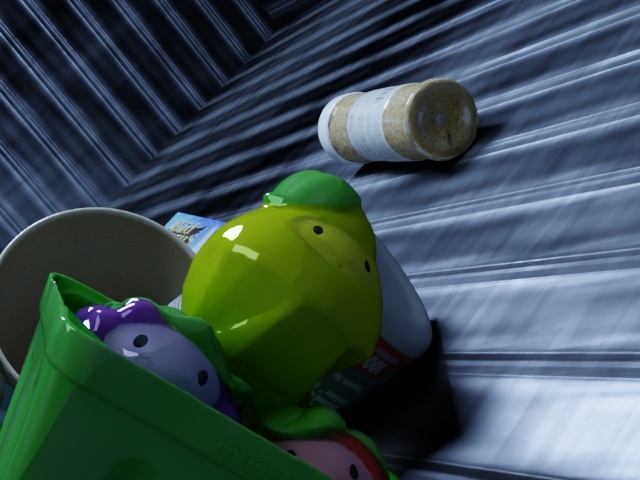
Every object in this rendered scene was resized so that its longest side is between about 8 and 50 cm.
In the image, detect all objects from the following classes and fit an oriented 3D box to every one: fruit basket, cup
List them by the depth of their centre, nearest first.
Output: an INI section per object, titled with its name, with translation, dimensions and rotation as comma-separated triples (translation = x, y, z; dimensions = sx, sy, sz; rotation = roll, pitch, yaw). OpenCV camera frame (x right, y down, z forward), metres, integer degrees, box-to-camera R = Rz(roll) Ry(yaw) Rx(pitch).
[fruit basket]
translation = -0.048, 0.113, 0.897
dimensions = 0.392, 0.392, 0.283
rotation = -44, 16, -6
[cup]
translation = -0.341, 0.151, 1.643
dimensions = 0.331, 0.331, 0.237
rotation = -54, -1, -36

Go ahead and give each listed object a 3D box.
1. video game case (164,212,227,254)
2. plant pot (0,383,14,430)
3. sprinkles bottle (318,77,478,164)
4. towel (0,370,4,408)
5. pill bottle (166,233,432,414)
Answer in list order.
[video game case]
translation = -0.248, 0.065, 1.907
dimensions = 0.244, 0.061, 0.269
rotation = -48, 32, -21
[plant pot]
translation = -0.539, 0.219, 1.906
dimensions = 0.271, 0.272, 0.255
rotation = -43, 16, -5
[sprinkles bottle]
translation = 0.111, -0.181, 1.712
dimensions = 0.121, 0.121, 0.355
rotation = -46, 17, -13
[towel]
translation = -0.515, 0.302, 1.526
dimensions = 0.321, 0.090, 0.375
rotation = 101, 171, -58
[pill bottle]
translation = -0.077, 0.133, 1.192
dimensions = 0.363, 0.210, 0.210
rotation = -38, 17, 14
